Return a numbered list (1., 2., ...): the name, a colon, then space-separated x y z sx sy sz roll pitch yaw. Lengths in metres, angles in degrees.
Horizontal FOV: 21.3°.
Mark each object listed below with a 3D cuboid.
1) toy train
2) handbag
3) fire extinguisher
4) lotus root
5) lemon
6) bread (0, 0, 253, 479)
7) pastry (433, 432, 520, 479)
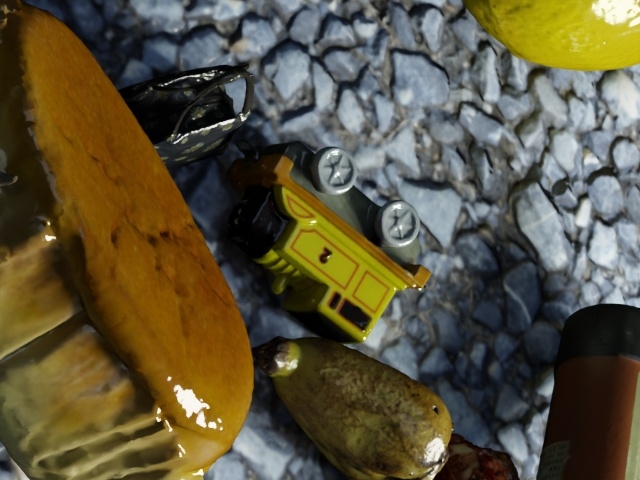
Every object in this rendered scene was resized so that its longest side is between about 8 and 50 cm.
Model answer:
1. toy train: 0.000 0.000 1.429 0.219 0.089 0.127 39 71 -24
2. handbag: -0.100 -0.110 1.345 0.115 0.139 0.072 -17 82 -36
3. fire extinguisher: 0.251 0.256 1.509 0.200 0.113 0.376 59 37 -44
4. lotus root: 0.025 0.134 1.409 0.191 0.108 0.094 41 32 -8
5. lemon: 0.244 -0.270 1.575 0.288 0.233 0.233 5 77 -37
6. bread: -0.182 0.008 1.193 0.183 0.236 0.388 -25 122 0
7. pastry: 0.111 0.264 1.450 0.115 0.097 0.208 42 57 -33
